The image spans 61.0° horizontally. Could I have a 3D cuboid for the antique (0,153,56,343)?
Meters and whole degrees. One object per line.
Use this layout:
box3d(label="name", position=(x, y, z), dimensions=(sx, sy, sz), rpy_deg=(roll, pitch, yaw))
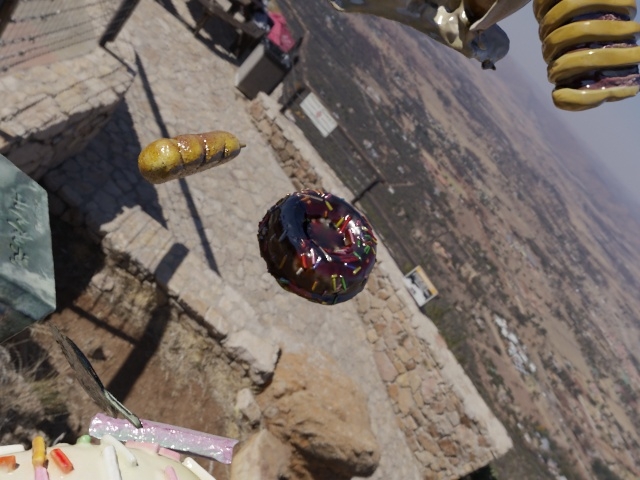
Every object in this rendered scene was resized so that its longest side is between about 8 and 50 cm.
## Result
box3d(label="antique", position=(-0.311, 0.009, 0.499), dimensions=(0.183, 0.086, 0.088), rpy_deg=(62, 4, 38))

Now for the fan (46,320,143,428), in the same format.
box3d(label="fan", position=(-0.292, 0.194, 0.715), dimensions=(0.008, 0.226, 0.153), rpy_deg=(-35, 128, -34))

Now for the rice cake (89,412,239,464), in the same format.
box3d(label="rice cake", position=(-0.302, 0.383, 1.051), dimensions=(0.290, 0.051, 0.081), rpy_deg=(15, -6, -9))

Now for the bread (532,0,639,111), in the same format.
box3d(label="bread", position=(0.353, -0.277, 0.704), dimensions=(0.134, 0.081, 0.225), rpy_deg=(-6, 78, -11))

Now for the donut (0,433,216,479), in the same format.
box3d(label="donut", position=(-0.259, 0.325, 0.516), dimensions=(0.382, 0.383, 0.142), rpy_deg=(27, 25, -37))

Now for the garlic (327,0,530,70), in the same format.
box3d(label="garlic", position=(0.081, -0.276, 0.382), dimensions=(0.210, 0.292, 0.237), rpy_deg=(-14, 37, -26))

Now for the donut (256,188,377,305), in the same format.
box3d(label="donut", position=(0.000, 0.000, 0.978), dimensions=(0.235, 0.089, 0.235), rpy_deg=(16, 48, -19))

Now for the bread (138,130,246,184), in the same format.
box3d(label="bread", position=(-0.268, -0.196, 1.206), dimensions=(0.344, 0.124, 0.084), rpy_deg=(-34, 105, -59))
